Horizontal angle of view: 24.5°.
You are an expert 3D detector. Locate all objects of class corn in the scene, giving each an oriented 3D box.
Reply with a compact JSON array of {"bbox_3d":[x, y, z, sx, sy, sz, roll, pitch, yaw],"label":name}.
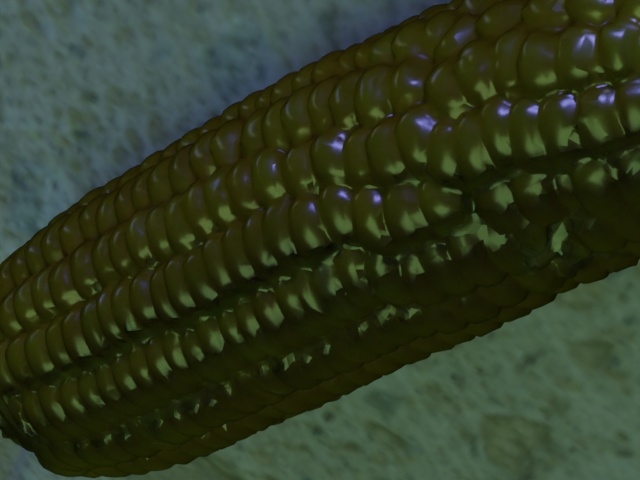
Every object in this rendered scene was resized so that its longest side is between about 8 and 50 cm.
[{"bbox_3d":[0.000,0.000,0.535,0.363,0.120,0.120,-25,105,34],"label":"corn"}]
